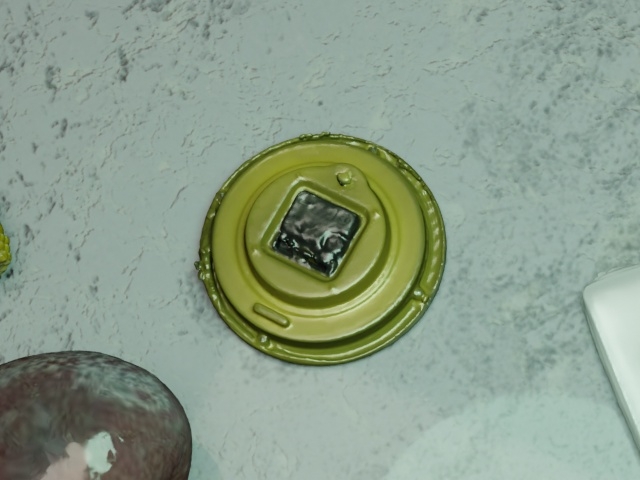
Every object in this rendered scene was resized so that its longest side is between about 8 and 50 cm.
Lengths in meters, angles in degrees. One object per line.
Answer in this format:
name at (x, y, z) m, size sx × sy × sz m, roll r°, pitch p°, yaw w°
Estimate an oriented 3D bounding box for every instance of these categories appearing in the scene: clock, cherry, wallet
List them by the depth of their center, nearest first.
cherry at (-0.216, 0.210, 1.557) m, size 0.285 × 0.213 × 0.236 m, roll 22°, pitch 64°, yaw 22°
wallet at (0.301, 0.107, 1.642) m, size 0.095 × 0.033 × 0.190 m, roll -20°, pitch 70°, yaw -4°
clock at (0.000, 0.000, 1.698) m, size 0.237 × 0.057 × 0.237 m, roll -2°, pitch 70°, yaw 6°

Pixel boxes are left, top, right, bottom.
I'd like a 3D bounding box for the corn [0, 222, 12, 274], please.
corn at (-0.380, -0.066, 1.738) m, size 0.091 × 0.091 × 0.260 m, roll -13°, pitch 62°, yaw -44°
